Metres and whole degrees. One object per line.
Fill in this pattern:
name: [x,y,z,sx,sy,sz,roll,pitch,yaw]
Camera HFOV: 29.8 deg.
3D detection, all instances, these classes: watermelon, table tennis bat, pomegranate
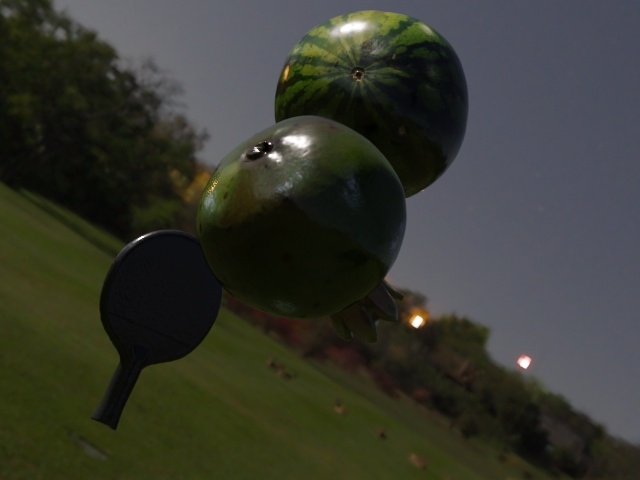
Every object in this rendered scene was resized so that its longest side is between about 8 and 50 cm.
watermelon: [0.076,-0.194,1.734,0.285,0.285,0.285,34,-6,4]
table tennis bat: [-0.194,0.101,1.356,0.150,0.236,0.027,29,-7,-34]
pomegranate: [-0.001,0.001,1.064,0.187,0.187,0.225,27,-21,52]
